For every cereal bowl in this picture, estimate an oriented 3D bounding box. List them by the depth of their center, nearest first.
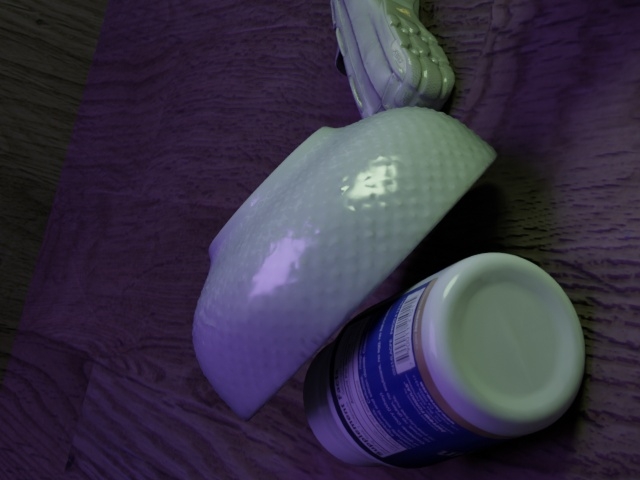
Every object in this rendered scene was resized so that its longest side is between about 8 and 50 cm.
[{"bbox_3d":[0.000,0.000,1.613,0.339,0.141,0.339,-47,-2,-2],"label":"cereal bowl"}]

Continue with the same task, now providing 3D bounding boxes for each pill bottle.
[{"bbox_3d":[0.096,0.114,1.516,0.265,0.153,0.153,-31,48,59],"label":"pill bottle"}]

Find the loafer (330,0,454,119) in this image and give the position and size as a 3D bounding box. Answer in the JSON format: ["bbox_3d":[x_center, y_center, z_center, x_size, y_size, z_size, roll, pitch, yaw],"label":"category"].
[{"bbox_3d":[0.054,-0.226,1.892,0.111,0.112,0.319,-50,32,27],"label":"loafer"}]
